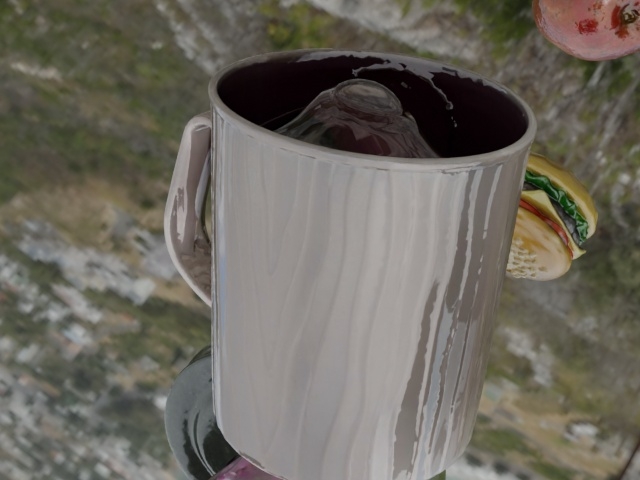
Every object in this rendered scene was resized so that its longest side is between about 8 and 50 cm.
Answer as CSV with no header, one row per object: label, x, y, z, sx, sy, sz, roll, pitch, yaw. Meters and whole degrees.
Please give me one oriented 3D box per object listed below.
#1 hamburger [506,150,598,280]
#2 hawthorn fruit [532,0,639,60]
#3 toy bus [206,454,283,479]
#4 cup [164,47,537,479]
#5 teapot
hamburger,0.228,-0.029,1.344,0.162,0.115,0.162,32,161,12
hawthorn fruit,0.353,-0.309,1.481,0.189,0.189,0.189,31,160,12
toy bus,-0.126,0.310,1.275,0.274,0.112,0.090,-40,80,30
cup,-0.004,0.008,0.855,0.288,0.208,0.273,10,117,12
teapot,0.006,0.196,1.411,0.321,0.239,0.240,14,120,18
